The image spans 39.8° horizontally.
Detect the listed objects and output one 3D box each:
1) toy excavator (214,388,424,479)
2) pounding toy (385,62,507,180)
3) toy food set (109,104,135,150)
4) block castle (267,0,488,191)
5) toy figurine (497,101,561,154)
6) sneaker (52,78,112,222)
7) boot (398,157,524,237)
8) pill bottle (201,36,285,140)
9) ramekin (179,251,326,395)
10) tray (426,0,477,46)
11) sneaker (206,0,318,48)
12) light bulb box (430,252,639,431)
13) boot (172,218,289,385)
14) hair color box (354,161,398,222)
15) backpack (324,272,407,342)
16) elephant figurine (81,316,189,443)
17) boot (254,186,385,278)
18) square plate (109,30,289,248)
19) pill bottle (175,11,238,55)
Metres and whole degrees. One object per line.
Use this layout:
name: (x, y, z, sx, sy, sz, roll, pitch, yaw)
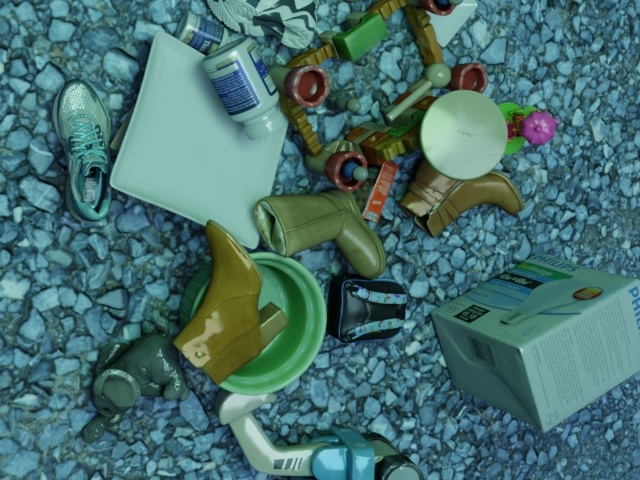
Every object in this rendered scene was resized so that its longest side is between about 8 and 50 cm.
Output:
toy excavator: (-0.013, 0.520, 1.991, 0.446, 0.222, 0.432, -1, 97, -17)
pounding toy: (0.264, -0.231, 1.830, 0.237, 0.110, 0.183, 43, 86, -6)
toy food set: (-0.329, -0.177, 1.807, 0.218, 0.071, 0.128, 29, 61, -28)
block castle: (0.139, -0.335, 1.891, 0.453, 0.213, 0.303, -37, 122, -19)
toy figurine: (0.516, -0.275, 2.140, 0.173, 0.159, 0.130, -19, 106, -23)
sneaker: (-0.444, -0.171, 1.714, 0.110, 0.122, 0.282, -11, 102, -24)
boot: (0.336, -0.091, 2.107, 0.283, 0.109, 0.220, 39, 79, -23)
pill bottle: (-0.148, -0.301, 1.777, 0.112, 0.112, 0.186, -34, 112, -18)
ramekin: (-0.154, 0.164, 1.888, 0.304, 0.148, 0.303, -4, 99, -25)
tray: (0.236, -0.587, 2.032, 0.270, 0.030, 0.145, 43, 78, -24)
sneaker: (-0.110, -0.507, 1.852, 0.235, 0.094, 0.153, 17, 56, 2)
light bulb box: (0.527, 0.226, 2.108, 0.361, 0.358, 0.225, -26, 110, -21)
boot: (-0.205, 0.128, 1.717, 0.211, 0.104, 0.295, -38, 116, -16)
hair color box: (0.121, -0.115, 2.022, 0.043, 0.072, 0.141, 21, 87, -27)
backpack: (0.106, 0.153, 2.028, 0.173, 0.117, 0.158, 0, 97, -25)
elephant figurine: (-0.399, 0.288, 1.797, 0.240, 0.169, 0.185, -16, 75, -7)
boot: (0.000, 0.000, 1.891, 0.270, 0.089, 0.236, -16, 73, -52)
square plate: (-0.237, -0.196, 1.795, 0.347, 0.049, 0.343, 25, 68, -33)
pill bottle: (-0.231, -0.414, 1.812, 0.120, 0.067, 0.067, 20, 88, -27)
